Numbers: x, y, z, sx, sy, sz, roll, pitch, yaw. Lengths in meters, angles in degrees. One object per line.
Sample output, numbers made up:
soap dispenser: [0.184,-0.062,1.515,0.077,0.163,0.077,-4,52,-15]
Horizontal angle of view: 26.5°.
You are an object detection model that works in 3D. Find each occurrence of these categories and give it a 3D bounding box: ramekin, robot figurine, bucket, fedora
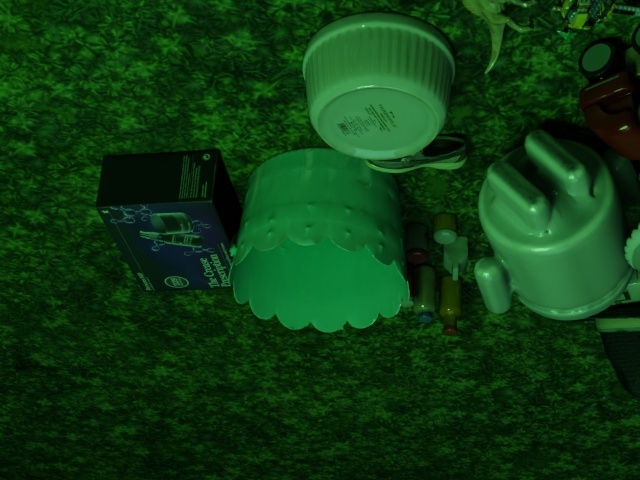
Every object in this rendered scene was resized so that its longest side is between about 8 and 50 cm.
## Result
ramekin: [0.078,-0.197,1.810,0.207,0.109,0.207,2,149,1]
robot figurine: [0.353,-0.013,2.002,0.300,0.200,0.353,-36,142,-3]
bucket: [0.000,0.000,2.068,0.281,0.183,0.281,3,148,2]
fedora: [0.572,0.181,2.232,0.334,0.152,0.334,-2,176,0]

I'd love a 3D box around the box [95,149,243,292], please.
box: [-0.223,-0.025,2.125,0.184,0.103,0.261,-1,148,11]

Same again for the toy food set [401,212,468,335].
toy food set: [0.185,0.060,2.223,0.111,0.104,0.232,1,149,4]

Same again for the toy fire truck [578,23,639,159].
toy fire truck: [0.458,-0.147,1.728,0.217,0.246,0.158,-22,140,34]

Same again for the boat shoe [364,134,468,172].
boat shoe: [0.139,-0.133,1.969,0.152,0.056,0.049,-4,144,-6]

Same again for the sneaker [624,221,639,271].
sneaker: [0.509,-0.011,1.879,0.115,0.105,0.281,44,159,15]

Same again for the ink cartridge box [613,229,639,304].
ink cartridge box: [0.477,0.044,2.176,0.180,0.104,0.060,-10,145,19]

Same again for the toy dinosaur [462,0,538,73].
toy dinosaur: [0.226,-0.291,1.716,0.092,0.053,0.183,4,145,28]

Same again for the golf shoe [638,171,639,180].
golf shoe: [0.563,-0.013,2.035,0.120,0.105,0.273,-3,120,31]

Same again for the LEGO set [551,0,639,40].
LEGO set: [0.414,-0.300,1.477,0.255,0.192,0.331,11,137,-26]
